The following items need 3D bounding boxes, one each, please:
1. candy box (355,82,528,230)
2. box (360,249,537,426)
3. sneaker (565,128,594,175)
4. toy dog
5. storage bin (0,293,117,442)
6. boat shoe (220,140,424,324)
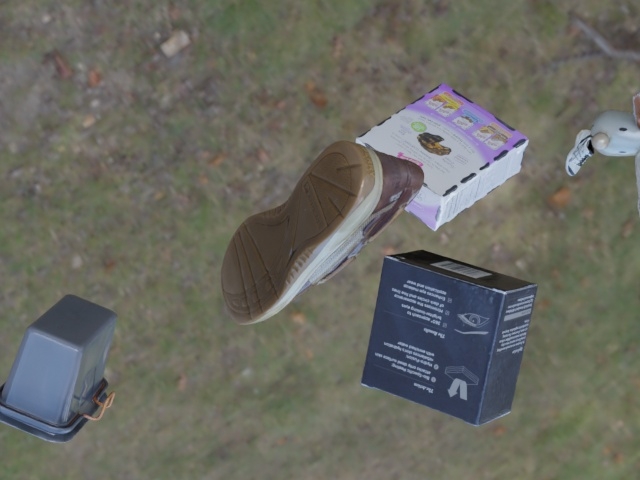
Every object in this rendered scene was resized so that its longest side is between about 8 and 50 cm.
[{"bbox_3d":[0.171,-0.123,1.981,0.196,0.165,0.070,-34,148,-33],"label":"candy box"},{"bbox_3d":[0.145,0.107,1.562,0.093,0.156,0.158,-8,112,-57],"label":"box"},{"bbox_3d":[0.447,-0.148,2.357,0.032,0.037,0.083,6,107,-45],"label":"sneaker"},{"bbox_3d":[0.526,-0.121,1.990,0.161,0.220,0.333,-23,-175,-42],"label":"toy dog"},{"bbox_3d":[-0.233,0.114,1.272,0.135,0.098,0.091,-56,167,-71],"label":"storage bin"},{"bbox_3d":[0.000,0.000,1.628,0.123,0.123,0.342,2,147,-35],"label":"boat shoe"}]
